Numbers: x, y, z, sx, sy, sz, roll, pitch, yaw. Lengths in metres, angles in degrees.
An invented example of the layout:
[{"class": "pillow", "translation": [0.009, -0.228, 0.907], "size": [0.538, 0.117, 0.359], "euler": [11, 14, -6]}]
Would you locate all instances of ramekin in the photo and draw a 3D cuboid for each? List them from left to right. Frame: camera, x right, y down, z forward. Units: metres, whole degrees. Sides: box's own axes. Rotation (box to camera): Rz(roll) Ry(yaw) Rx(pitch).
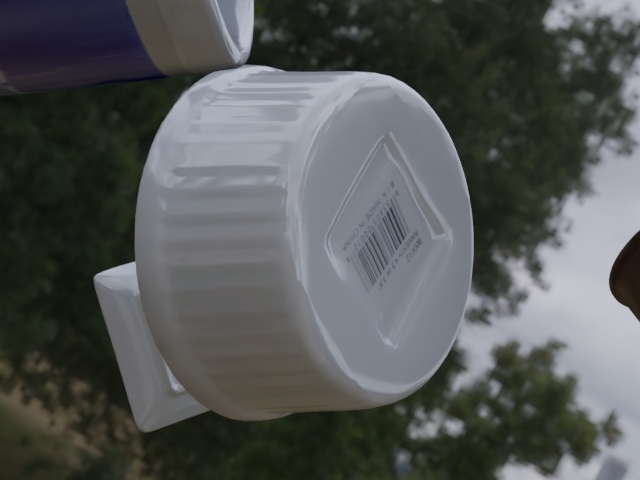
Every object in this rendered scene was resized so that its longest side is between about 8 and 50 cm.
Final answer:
[{"class": "ramekin", "translation": [0.000, 0.000, 1.257], "size": [0.135, 0.277, 0.277], "euler": [-2, -24, 37]}]

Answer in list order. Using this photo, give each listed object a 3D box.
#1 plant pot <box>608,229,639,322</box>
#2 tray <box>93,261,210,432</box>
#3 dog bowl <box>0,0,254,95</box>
[{"class": "plant pot", "translation": [0.352, 0.064, 1.383], "size": [0.167, 0.167, 0.165], "euler": [36, 23, -52]}, {"class": "tray", "translation": [-0.067, 0.066, 1.483], "size": [0.270, 0.145, 0.030], "euler": [-16, 0, -39]}, {"class": "dog bowl", "translation": [-0.099, -0.190, 0.637], "size": [0.104, 0.265, 0.265], "euler": [-8, -10, 4]}]
